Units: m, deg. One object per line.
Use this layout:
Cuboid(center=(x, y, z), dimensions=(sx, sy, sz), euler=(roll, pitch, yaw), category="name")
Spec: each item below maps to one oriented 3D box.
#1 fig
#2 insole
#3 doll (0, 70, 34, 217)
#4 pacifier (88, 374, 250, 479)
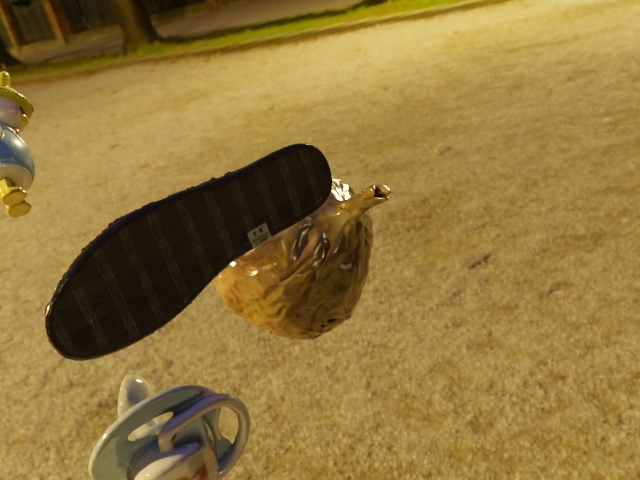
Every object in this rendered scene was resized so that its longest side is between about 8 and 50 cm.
Cuboid(center=(0.000, 0.000, 1.092), dimensions=(0.286, 0.286, 0.368), euler=(-31, 6, -34), category="fig")
Cuboid(center=(-0.109, 0.002, 0.668), dimensions=(0.309, 0.110, 0.012), euler=(-31, 23, -27), category="insole")
Cuboid(center=(-0.497, -0.154, 1.142), dimensions=(0.098, 0.135, 0.241), euler=(-18, 63, 17), category="doll")
Cuboid(center=(-0.231, 0.280, 1.066), dimensions=(0.227, 0.279, 0.207), euler=(-30, 49, -25), category="pacifier")
